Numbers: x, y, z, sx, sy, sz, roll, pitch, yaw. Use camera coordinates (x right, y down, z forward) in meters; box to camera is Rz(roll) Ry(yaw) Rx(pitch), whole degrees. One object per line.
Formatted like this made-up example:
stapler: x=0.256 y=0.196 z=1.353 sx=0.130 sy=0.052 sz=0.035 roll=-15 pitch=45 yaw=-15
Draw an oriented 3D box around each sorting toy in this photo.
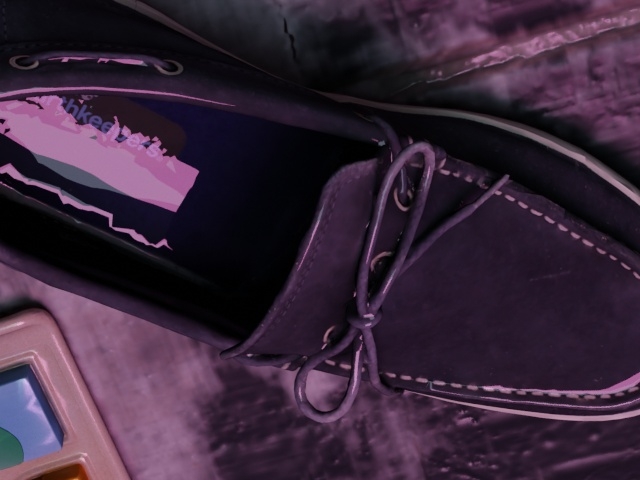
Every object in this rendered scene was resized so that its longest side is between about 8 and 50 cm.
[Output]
sorting toy: x=-0.220 y=0.153 z=1.176 sx=0.193 sy=0.038 sz=0.208 roll=-18 pitch=120 yaw=7

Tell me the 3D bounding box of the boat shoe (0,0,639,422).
boat shoe: x=0.000 y=0.000 z=1.034 sx=0.500 sy=0.156 sz=0.187 roll=22 pitch=115 yaw=-17
